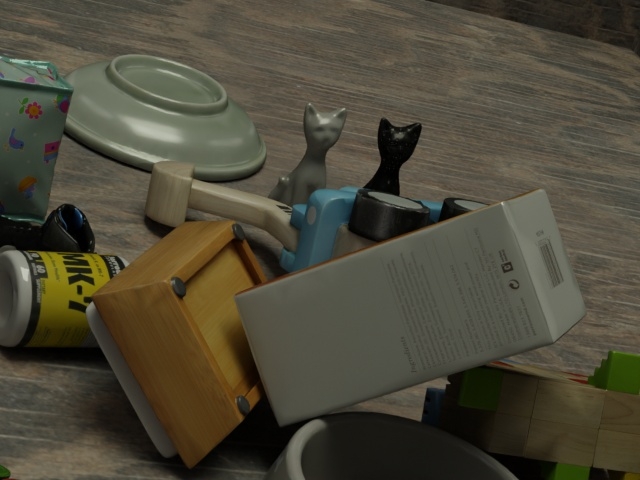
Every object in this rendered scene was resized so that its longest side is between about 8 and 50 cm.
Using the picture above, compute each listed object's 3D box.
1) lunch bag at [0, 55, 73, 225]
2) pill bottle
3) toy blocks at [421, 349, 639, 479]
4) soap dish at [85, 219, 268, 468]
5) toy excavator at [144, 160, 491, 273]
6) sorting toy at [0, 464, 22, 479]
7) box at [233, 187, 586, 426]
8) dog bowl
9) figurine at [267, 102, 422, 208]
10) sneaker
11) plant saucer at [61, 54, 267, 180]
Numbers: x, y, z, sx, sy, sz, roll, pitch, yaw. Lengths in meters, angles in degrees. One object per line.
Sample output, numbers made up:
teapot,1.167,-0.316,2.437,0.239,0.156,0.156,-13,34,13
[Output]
lunch bag,-0.500,-0.148,2.090,0.262,0.223,0.160,5,21,-26
pill bottle,-0.299,0.075,1.883,0.208,0.119,0.119,3,28,-34
toy blocks,0.290,0.219,1.944,0.381,0.191,0.261,11,0,-22
soap dish,-0.140,0.108,1.806,0.229,0.118,0.291,62,22,-8
toy excavator,0.000,0.000,2.232,0.432,0.222,0.445,6,13,-28
sorting toy,-0.336,0.260,1.553,0.102,0.042,0.061,21,4,35
box,0.110,0.076,1.779,0.345,0.168,0.215,-20,-1,20
dog bowl,0.094,0.315,1.679,0.348,0.102,0.349,17,23,-8
figurine,0.042,-0.116,2.456,0.214,0.209,0.092,10,24,-19
sneaker,-0.366,-0.009,2.013,0.079,0.121,0.217,-6,34,-47
plant saucer,-0.274,-0.236,2.620,0.400,0.101,0.400,17,23,-7
